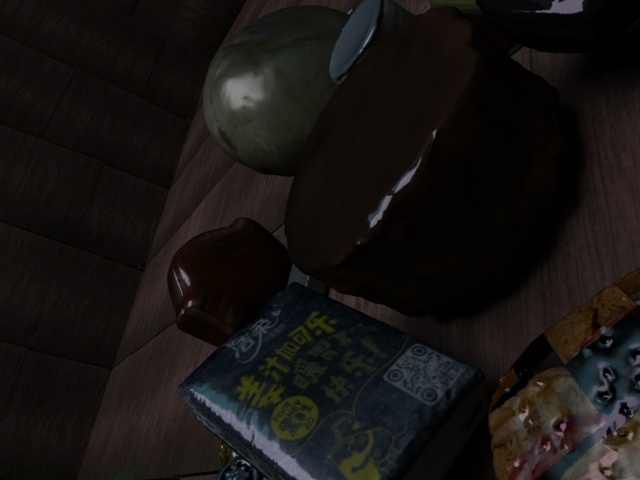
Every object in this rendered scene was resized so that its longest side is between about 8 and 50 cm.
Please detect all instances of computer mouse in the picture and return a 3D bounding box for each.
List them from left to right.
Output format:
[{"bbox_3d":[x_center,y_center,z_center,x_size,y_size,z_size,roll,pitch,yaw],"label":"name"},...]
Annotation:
[{"bbox_3d":[0.266,-0.287,0.485,0.269,0.100,0.170,-43,29,5],"label":"computer mouse"}]

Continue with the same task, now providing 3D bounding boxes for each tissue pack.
[{"bbox_3d":[0.006,0.153,0.548,0.257,0.081,0.185,21,50,41],"label":"tissue pack"}]

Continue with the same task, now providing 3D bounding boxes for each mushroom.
[{"bbox_3d":[-0.045,-0.264,1.008,0.352,0.260,0.352,-11,47,12],"label":"mushroom"}]

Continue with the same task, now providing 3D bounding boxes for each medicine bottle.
[{"bbox_3d":[0.112,-0.246,0.781,0.135,0.169,0.135,-48,29,38],"label":"medicine bottle"}]

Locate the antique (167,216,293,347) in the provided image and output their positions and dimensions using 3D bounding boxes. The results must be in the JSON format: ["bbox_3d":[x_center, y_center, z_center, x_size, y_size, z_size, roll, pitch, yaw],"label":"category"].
[{"bbox_3d":[-0.161,0.076,1.004,0.129,0.224,0.278,-57,14,37],"label":"antique"}]

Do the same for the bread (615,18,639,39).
[{"bbox_3d":[0.286,-0.227,0.545,0.072,0.053,0.106,-49,21,-17],"label":"bread"}]

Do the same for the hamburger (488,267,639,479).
[{"bbox_3d":[0.214,0.122,0.326,0.231,0.107,0.231,-45,26,30],"label":"hamburger"}]

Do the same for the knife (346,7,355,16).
[{"bbox_3d":[0.000,-0.474,1.420,0.313,0.019,0.044,-44,25,44],"label":"knife"}]

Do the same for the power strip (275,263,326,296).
[{"bbox_3d":[0.000,0.000,0.939,0.145,0.061,0.215,-26,47,58],"label":"power strip"}]

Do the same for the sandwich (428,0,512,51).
[{"bbox_3d":[0.203,-0.304,0.704,0.074,0.116,0.074,-51,29,34],"label":"sandwich"}]

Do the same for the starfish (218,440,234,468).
[{"bbox_3d":[-0.127,0.300,0.938,0.358,0.078,0.347,-2,70,65],"label":"starfish"}]

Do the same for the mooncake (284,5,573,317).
[{"bbox_3d":[0.108,-0.075,0.622,0.324,0.187,0.324,-46,30,37],"label":"mooncake"}]

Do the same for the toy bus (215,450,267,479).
[{"bbox_3d":[-0.020,0.239,0.630,0.165,0.133,0.276,-18,38,5],"label":"toy bus"}]
